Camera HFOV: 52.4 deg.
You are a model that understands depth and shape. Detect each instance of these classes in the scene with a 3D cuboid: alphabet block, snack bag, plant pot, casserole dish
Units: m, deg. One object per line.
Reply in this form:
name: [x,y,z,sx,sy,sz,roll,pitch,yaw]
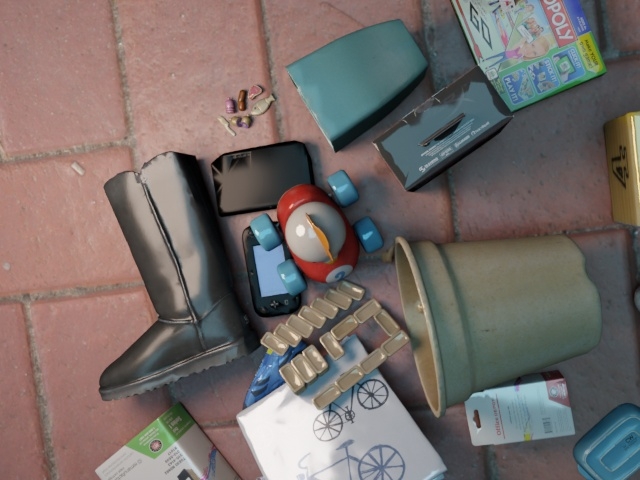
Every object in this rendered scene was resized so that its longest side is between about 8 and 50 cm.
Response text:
alphabet block: [0.628,-0.133,1.156,0.192,0.193,0.197,-5,93,10]
snack bag: [0.022,0.398,1.278,0.323,0.037,0.343,-34,57,-2]
plant pot: [0.081,-0.311,1.269,0.234,0.166,0.165,-31,88,3]
casserole dish: [0.590,0.408,1.280,0.114,0.037,0.188,44,99,4]
plant pot: [0.321,0.127,1.191,0.305,0.334,0.334,-11,92,0]

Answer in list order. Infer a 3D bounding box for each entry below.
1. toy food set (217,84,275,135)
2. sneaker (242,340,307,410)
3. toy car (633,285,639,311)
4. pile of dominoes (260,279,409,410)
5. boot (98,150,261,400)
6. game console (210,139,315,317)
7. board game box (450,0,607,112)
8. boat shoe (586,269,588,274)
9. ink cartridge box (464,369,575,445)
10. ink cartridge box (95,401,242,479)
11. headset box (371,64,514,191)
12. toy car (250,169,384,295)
toy food set: [-0.163,-0.284,1.382,0.122,0.019,0.078,-43,86,10]
sneaker: [-0.098,0.295,1.386,0.082,0.069,0.209,27,98,4]
toy car: [0.688,0.114,1.189,0.159,0.136,0.182,43,100,5]
pile of dominoes: [0.027,0.210,1.338,0.251,0.040,0.196,-35,68,-10]
boot: [-0.367,0.075,1.380,0.366,0.146,0.445,-21,93,3]
game console: [-0.102,-0.020,1.377,0.213,0.044,0.362,-9,93,11]
board game box: [0.386,-0.424,1.256,0.213,0.046,0.317,-22,90,12]
boat shoe: [0.505,0.092,1.269,0.050,0.045,0.135,-13,91,11]
ink cartridge box: [0.391,0.335,1.297,0.198,0.067,0.115,-10,92,10]
ink cartridge box: [-0.314,0.533,1.418,0.201,0.117,0.278,-40,87,11]
headset box: [0.219,-0.190,1.178,0.218,0.293,0.110,-35,87,10]
toy car: [0.000,0.000,1.233,0.219,0.238,0.210,-29,101,1]
